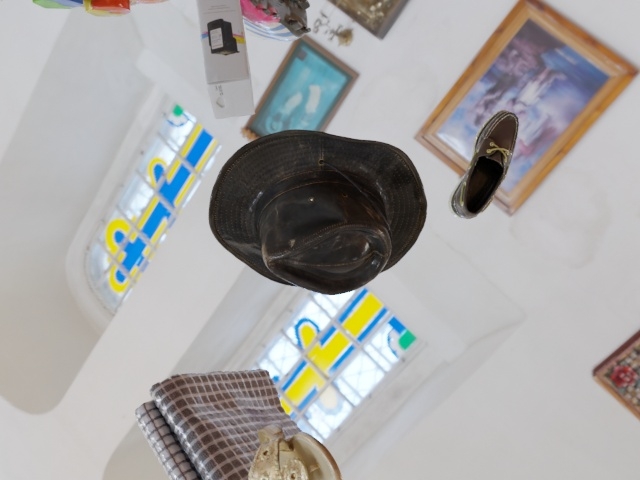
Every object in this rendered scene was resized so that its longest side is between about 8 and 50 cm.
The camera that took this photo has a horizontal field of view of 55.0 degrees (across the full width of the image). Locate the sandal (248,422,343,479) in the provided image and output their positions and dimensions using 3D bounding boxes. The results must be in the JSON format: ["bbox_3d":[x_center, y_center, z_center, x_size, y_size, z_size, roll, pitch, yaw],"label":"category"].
[{"bbox_3d":[-0.053,0.283,0.752,0.079,0.240,0.088,-21,-89,-23],"label":"sandal"}]

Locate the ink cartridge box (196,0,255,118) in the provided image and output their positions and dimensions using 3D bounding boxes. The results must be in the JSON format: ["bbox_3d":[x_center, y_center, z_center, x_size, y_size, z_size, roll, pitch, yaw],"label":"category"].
[{"bbox_3d":[-0.159,-0.312,1.037,0.127,0.072,0.175,100,162,-75],"label":"ink cartridge box"}]

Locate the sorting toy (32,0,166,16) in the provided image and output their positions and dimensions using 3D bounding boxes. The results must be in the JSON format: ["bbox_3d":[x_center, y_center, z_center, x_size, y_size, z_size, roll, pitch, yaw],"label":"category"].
[{"bbox_3d":[-0.283,-0.326,0.803,0.193,0.038,0.208,1,-166,36],"label":"sorting toy"}]

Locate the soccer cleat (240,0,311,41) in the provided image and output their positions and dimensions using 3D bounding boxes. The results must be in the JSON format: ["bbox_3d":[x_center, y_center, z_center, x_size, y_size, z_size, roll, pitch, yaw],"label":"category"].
[{"bbox_3d":[-0.140,-0.452,1.181,0.331,0.143,0.116,3,-96,-66],"label":"soccer cleat"}]

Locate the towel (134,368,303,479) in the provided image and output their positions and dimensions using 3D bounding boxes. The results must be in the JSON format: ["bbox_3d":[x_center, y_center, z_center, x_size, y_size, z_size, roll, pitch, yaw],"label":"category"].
[{"bbox_3d":[-0.135,0.329,1.022,0.235,0.121,0.284,43,-165,29],"label":"towel"}]

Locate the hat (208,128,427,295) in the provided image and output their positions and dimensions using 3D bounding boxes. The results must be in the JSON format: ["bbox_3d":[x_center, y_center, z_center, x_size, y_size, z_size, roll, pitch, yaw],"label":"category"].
[{"bbox_3d":[0.000,0.000,0.895,0.331,0.331,0.134,27,-144,-25],"label":"hat"}]

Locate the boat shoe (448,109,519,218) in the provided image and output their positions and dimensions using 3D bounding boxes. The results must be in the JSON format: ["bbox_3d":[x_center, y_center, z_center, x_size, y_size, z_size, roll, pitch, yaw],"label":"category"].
[{"bbox_3d":[0.322,-0.144,1.168,0.081,0.227,0.069,25,180,-10],"label":"boat shoe"}]
